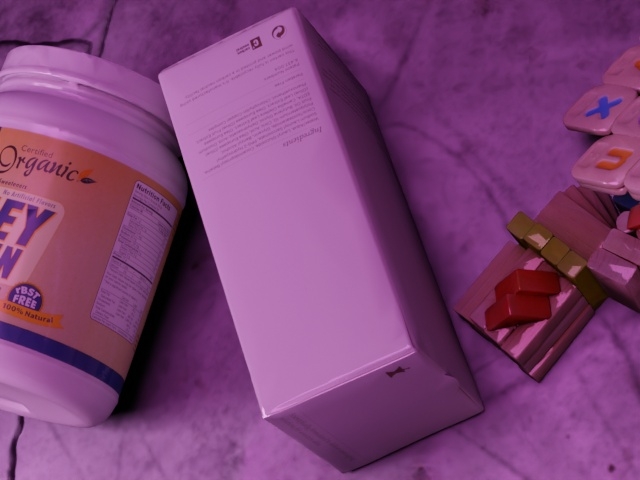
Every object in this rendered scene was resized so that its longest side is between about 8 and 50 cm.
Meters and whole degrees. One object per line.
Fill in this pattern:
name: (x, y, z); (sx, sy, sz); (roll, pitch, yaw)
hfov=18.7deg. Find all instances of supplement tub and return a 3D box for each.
supplement tub: (-0.259, -0.003, 1.840); (0.228, 0.228, 0.316); (10, 73, 26)

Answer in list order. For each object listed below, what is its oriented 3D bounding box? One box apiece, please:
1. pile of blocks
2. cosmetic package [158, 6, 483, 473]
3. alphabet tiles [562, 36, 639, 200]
pile of blocks: (0.271, -0.018, 1.689); (0.362, 0.112, 0.149); (-28, 61, 10)
cosmetic package: (0.000, 0.000, 1.750); (0.155, 0.197, 0.366); (-24, 60, 12)
alphabet tiles: (0.346, -0.136, 1.674); (0.284, 0.021, 0.278); (-45, 28, -18)
